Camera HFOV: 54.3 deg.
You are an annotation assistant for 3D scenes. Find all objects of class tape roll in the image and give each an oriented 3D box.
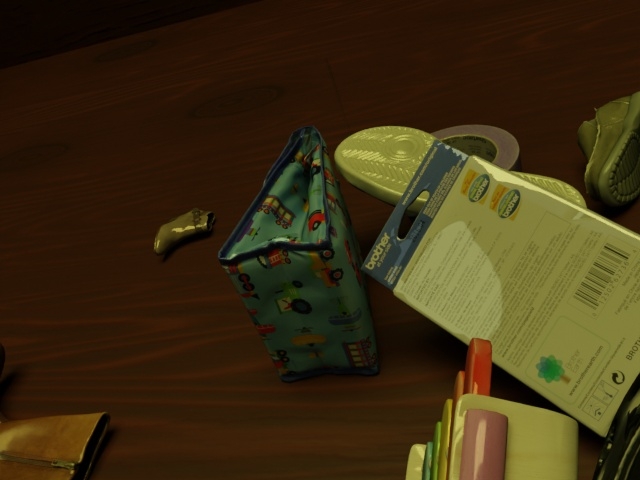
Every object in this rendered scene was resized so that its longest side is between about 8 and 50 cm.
[{"bbox_3d":[0.218,-0.099,0.976,0.189,0.080,0.189,-13,37,10],"label":"tape roll"}]

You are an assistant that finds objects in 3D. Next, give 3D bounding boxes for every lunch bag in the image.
[{"bbox_3d":[0.000,0.000,0.831,0.138,0.220,0.293,-8,38,17],"label":"lunch bag"}]

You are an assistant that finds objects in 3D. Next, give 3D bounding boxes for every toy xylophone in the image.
[{"bbox_3d":[0.107,0.224,0.441,0.081,0.322,0.236,8,59,6],"label":"toy xylophone"}]

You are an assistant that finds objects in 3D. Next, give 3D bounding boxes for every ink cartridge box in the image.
[{"bbox_3d":[0.211,0.036,0.669,0.311,0.065,0.185,33,101,28],"label":"ink cartridge box"}]

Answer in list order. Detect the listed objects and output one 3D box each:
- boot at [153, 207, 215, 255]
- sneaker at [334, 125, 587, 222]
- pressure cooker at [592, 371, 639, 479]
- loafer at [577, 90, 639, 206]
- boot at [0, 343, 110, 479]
[{"bbox_3d":[-0.243,-0.018,1.129,0.087,0.042,0.118,-6,38,15],"label":"boot"},{"bbox_3d":[0.169,-0.038,0.839,0.350,0.148,0.131,28,60,31],"label":"sneaker"},{"bbox_3d":[0.341,0.201,0.272,0.421,0.375,0.369,-6,41,18],"label":"pressure cooker"},{"bbox_3d":[0.427,-0.132,0.921,0.088,0.094,0.251,-4,32,40],"label":"loafer"},{"bbox_3d":[-0.414,0.237,0.834,0.281,0.096,0.264,-6,38,17],"label":"boot"}]
